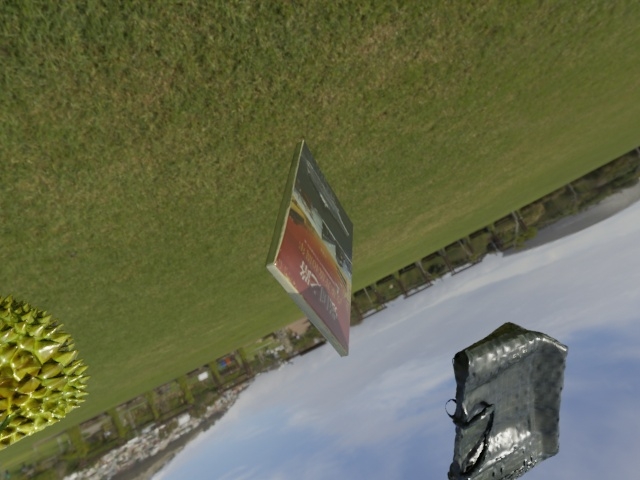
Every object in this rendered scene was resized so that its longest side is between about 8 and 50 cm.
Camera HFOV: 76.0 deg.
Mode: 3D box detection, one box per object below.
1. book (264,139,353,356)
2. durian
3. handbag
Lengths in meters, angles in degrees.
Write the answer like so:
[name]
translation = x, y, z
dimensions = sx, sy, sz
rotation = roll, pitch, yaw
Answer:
[book]
translation = 0.000, 0.000, 0.812
dimensions = 0.028, 0.374, 0.263
rotation = -18, 128, 21
[durian]
translation = -0.388, 0.152, 0.450
dimensions = 0.236, 0.177, 0.200
rotation = -10, -154, 38
[handbag]
translation = 0.228, 0.226, 0.530
dimensions = 0.175, 0.271, 0.088
rotation = -19, -157, -29
